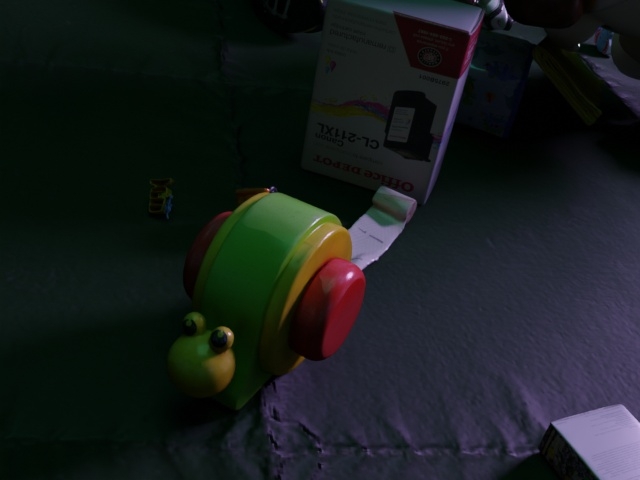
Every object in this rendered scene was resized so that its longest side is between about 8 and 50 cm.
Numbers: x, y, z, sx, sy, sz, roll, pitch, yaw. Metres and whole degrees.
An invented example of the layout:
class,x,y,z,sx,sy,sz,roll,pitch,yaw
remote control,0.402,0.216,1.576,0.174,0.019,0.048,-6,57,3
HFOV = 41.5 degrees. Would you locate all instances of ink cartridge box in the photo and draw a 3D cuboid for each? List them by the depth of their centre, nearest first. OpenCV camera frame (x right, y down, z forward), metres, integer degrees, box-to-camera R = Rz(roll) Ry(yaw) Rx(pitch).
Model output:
class,x,y,z,sx,sy,sz,roll,pitch,yaw
ink cartridge box,0.194,0.154,0.515,0.063,0.029,0.115,-7,39,-26
ink cartridge box,0.062,-0.134,0.766,0.127,0.175,0.072,17,37,9

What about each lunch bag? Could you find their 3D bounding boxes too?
class,x,y,z,sx,sy,sz,roll,pitch,yaw
lunch bag,0.172,-0.196,0.958,0.129,0.096,0.151,17,45,8

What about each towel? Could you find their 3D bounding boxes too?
class,x,y,z,sx,sy,sz,roll,pitch,yaw
towel,0.294,-0.199,0.984,0.102,0.021,0.237,51,26,-2

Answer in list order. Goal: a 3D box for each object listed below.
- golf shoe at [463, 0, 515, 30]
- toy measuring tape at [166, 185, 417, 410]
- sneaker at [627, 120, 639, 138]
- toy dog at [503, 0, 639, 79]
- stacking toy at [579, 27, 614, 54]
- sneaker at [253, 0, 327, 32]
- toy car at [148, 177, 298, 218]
class,x,y,z,sx,sy,sz,roll,pitch,yaw
golf shoe,0.282,-0.357,1.256,0.086,0.067,0.186,33,49,16
toy measuring tape,0.000,0.000,0.607,0.121,0.121,0.330,25,36,19
sneaker,0.456,-0.096,0.927,0.098,0.083,0.224,-29,39,-31
toy dog,0.336,-0.295,0.875,0.408,0.284,0.395,7,33,-33
stacking toy,0.410,-0.314,1.245,0.167,0.052,0.221,5,36,-6
sneaker,-0.031,-0.364,1.138,0.121,0.111,0.300,0,37,-23
toy car,-0.080,-0.022,0.702,0.122,0.060,0.040,3,76,17
